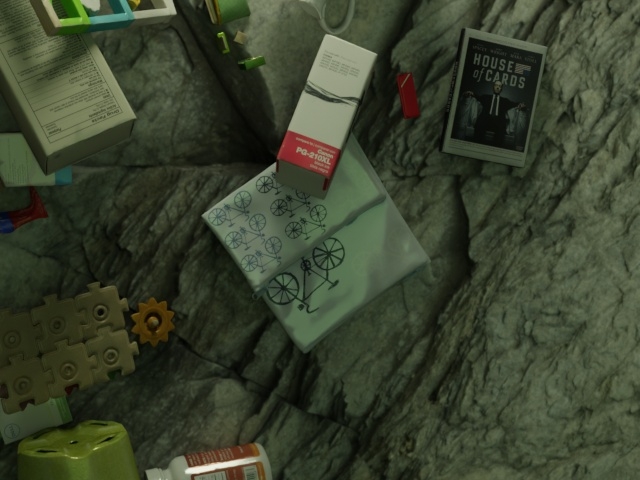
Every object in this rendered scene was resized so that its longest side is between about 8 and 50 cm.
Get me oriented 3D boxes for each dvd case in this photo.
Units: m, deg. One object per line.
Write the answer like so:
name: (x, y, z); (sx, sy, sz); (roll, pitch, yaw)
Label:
dvd case: (0.329, -0.270, 2.104); (0.179, 0.029, 0.238); (9, 95, -19)

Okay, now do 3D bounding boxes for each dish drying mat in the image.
dish drying mat: (0.164, -0.270, 2.062); (0.032, 0.008, 0.083); (-15, 101, -16)

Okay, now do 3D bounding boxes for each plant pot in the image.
plant pot: (-0.397, 0.445, 1.832); (0.276, 0.276, 0.253); (-8, 99, -16)

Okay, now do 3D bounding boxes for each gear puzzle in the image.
gear puzzle: (-0.405, 0.164, 1.886); (0.339, 0.044, 0.175); (-17, 99, -32)

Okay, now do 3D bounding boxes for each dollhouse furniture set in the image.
dollhouse furniture set: (-0.146, -0.373, 1.925); (0.076, 0.058, 0.151); (-20, 102, -15)

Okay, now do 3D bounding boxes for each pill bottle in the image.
pill bottle: (-0.201, 0.438, 1.976); (0.216, 0.121, 0.121); (-7, 99, -16)

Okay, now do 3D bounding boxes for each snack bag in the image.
snack bag: (0.000, 0.000, 2.030); (0.323, 0.037, 0.342); (-35, 106, -11)

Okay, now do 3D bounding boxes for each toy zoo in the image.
toy zoo: (-0.355, -0.431, 1.783); (0.293, 0.030, 0.192); (-21, 80, -46)

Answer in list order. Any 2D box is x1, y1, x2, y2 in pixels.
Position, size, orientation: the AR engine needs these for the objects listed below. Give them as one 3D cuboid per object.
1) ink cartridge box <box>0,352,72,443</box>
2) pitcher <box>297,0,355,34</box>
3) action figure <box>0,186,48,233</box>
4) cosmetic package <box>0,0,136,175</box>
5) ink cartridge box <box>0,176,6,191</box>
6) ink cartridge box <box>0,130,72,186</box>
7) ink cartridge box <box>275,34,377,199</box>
ink cartridge box: (-0.562, 0.265, 1.877); (0.235, 0.056, 0.171); (-19, 103, -17)
pitcher: (0.030, -0.482, 1.946); (0.178, 0.125, 0.207); (33, 93, -44)
action figure: (-0.607, -0.044, 1.805); (0.280, 0.091, 0.139); (-27, 110, -14)
cosmetic package: (-0.438, -0.280, 1.760); (0.160, 0.113, 0.309); (-26, 85, -20)
ink cartridge box: (-0.640, -0.129, 1.728); (0.193, 0.088, 0.234); (-34, 70, -11)
ink cartridge box: (-0.490, -0.137, 1.828); (0.143, 0.092, 0.089); (-3, 97, -18)
ink cartridge box: (0.008, -0.210, 1.906); (0.100, 0.172, 0.237); (21, 79, 1)
